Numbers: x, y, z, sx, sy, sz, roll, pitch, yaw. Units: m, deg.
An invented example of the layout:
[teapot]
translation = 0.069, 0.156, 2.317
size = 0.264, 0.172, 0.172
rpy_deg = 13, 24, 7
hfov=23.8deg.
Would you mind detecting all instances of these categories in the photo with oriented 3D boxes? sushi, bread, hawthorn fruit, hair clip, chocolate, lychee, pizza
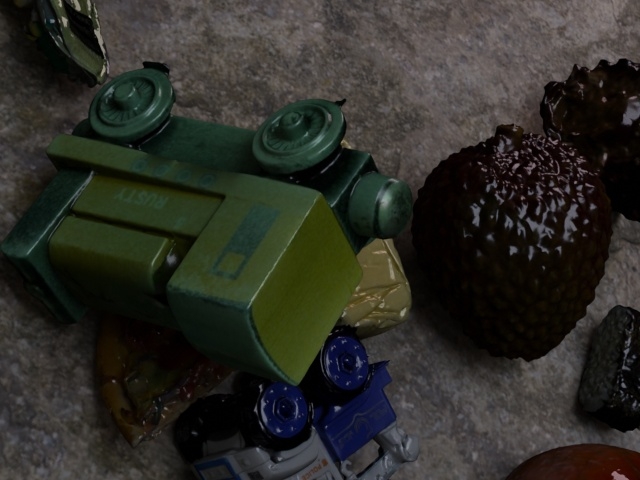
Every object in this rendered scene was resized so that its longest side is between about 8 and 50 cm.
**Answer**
[sushi]
translation = 0.366, 0.154, 1.820
size = 0.078, 0.090, 0.150
rpy_deg = 27, 60, -18
[bread]
translation = 0.000, 0.000, 1.633
size = 0.140, 0.106, 0.236
rpy_deg = -14, 79, -38
[hawthorn fruit]
translation = 0.305, 0.342, 1.621
size = 0.231, 0.263, 0.235
rpy_deg = -38, 122, -17
[hair clip]
translation = -0.289, -0.314, 1.587
size = 0.091, 0.138, 0.321
rpy_deg = -9, 71, 10
[chocolate]
translation = 0.364, -0.151, 1.886
size = 0.177, 0.206, 0.224
rpy_deg = 20, 66, -14
[lychee]
translation = 0.215, 0.002, 1.705
size = 0.236, 0.236, 0.271
rpy_deg = -16, 102, -37
[pizza]
translation = -0.131, 0.087, 1.473
size = 0.193, 0.053, 0.201
rpy_deg = -19, 51, 3

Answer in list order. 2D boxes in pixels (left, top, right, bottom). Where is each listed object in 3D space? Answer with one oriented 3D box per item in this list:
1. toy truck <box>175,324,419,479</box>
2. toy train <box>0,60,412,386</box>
[toy truck]
translation = -0.019, 0.199, 1.509
size = 0.213, 0.161, 0.177
rpy_deg = -33, 97, -38
[toy train]
translation = -0.116, -0.021, 1.427
size = 0.253, 0.397, 0.160
rpy_deg = -57, 141, -25
